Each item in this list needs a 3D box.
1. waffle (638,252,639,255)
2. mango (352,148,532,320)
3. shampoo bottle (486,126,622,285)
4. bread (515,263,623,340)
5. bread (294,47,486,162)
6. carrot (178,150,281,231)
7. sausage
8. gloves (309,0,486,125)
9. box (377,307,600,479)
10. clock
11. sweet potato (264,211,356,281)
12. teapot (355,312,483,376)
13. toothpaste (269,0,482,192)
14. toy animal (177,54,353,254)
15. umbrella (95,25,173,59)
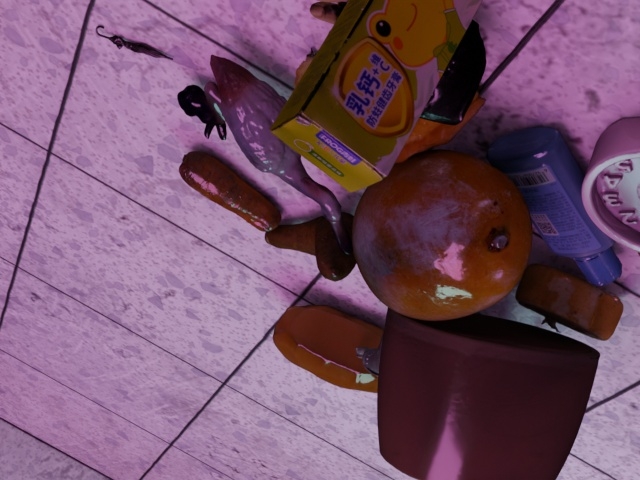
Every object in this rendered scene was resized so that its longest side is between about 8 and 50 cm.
[{"bbox_3d":[0.510,0.044,1.459,0.194,0.051,0.149,1,138,35],"label":"waffle"},{"bbox_3d":[0.142,-0.007,1.478,0.221,0.199,0.384,65,167,-9],"label":"mango"},{"bbox_3d":[0.318,-0.038,1.469,0.104,0.061,0.258,-6,135,41],"label":"shampoo bottle"},{"bbox_3d":[0.348,0.090,1.586,0.149,0.073,0.122,24,175,6],"label":"bread"},{"bbox_3d":[0.061,-0.161,1.412,0.260,0.134,0.129,-1,138,37],"label":"bread"},{"bbox_3d":[-0.137,-0.075,1.757,0.186,0.060,0.060,34,148,-17],"label":"carrot"},{"bbox_3d":[0.035,0.188,1.949,0.241,0.120,0.136,21,163,8],"label":"sausage"},{"bbox_3d":[0.080,-0.232,1.275,0.204,0.164,0.124,19,173,-18],"label":"gloves"},{"bbox_3d":[0.217,0.221,1.574,0.301,0.216,0.301,13,-177,-1],"label":"box"},{"bbox_3d":[0.418,-0.062,1.355,0.197,0.068,0.197,19,148,12],"label":"clock"},{"bbox_3d":[0.005,-0.002,1.693,0.346,0.109,0.079,-159,58,-70],"label":"sweet potato"},{"bbox_3d":[0.191,0.182,1.791,0.295,0.129,0.193,-6,100,13],"label":"teapot"},{"bbox_3d":[0.076,-0.210,1.152,0.110,0.327,0.077,36,156,-18],"label":"toothpaste"},{"bbox_3d":[-0.065,-0.135,1.524,0.324,0.090,0.195,41,163,20],"label":"toy animal"},{"bbox_3d":[-0.265,-0.275,1.602,0.122,0.013,0.022,24,127,7],"label":"umbrella"}]
